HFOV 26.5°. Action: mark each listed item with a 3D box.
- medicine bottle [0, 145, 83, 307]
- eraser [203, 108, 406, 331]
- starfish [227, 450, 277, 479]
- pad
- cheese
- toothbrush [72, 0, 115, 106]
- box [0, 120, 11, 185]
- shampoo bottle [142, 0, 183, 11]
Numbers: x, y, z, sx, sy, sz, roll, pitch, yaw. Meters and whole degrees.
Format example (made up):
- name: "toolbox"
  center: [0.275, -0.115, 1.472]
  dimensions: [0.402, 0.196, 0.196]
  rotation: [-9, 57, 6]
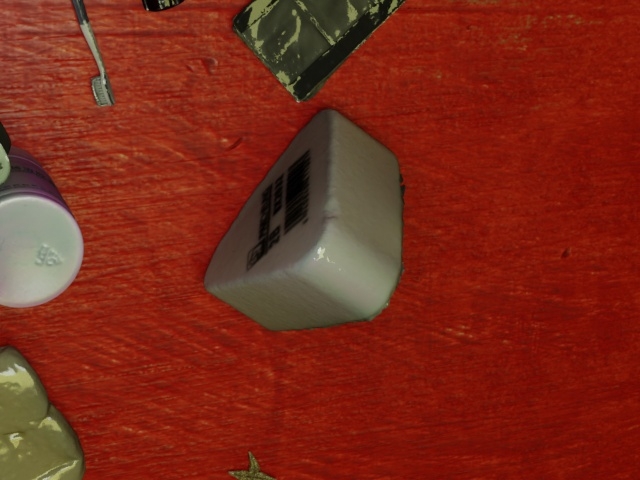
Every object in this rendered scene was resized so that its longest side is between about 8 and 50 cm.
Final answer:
- name: "medicine bottle"
  center: [-0.408, -0.025, 1.787]
  dimensions: [0.152, 0.254, 0.152]
  rotation: [-8, 112, -19]
- name: "eraser"
  center: [0.000, 0.000, 1.928]
  dimensions: [0.150, 0.331, 0.331]
  rotation: [34, 94, -28]
- name: "starfish"
  center: [-0.107, 0.382, 2.192]
  dimensions: [0.092, 0.016, 0.086]
  rotation: [11, 106, -19]
- name: "pad"
  center: [-0.001, -0.334, 1.968]
  dimensions: [0.233, 0.022, 0.174]
  rotation: [-47, 117, -2]
- name: "cheese"
  center: [-0.449, 0.280, 1.978]
  dimensions: [0.159, 0.093, 0.263]
  rotation: [-27, 118, -7]
- name: "toothbrush"
  center: [-0.328, -0.316, 1.844]
  dimensions: [0.026, 0.024, 0.288]
  rotation: [-13, 115, -1]
- name: "box"
  center: [-0.527, -0.160, 1.649]
  dimensions: [0.220, 0.166, 0.290]
  rotation: [-20, 110, 22]
- name: "shampoo bottle"
  center: [-0.240, -0.439, 1.786]
  dimensions: [0.104, 0.104, 0.278]
  rotation: [-20, 115, -14]
